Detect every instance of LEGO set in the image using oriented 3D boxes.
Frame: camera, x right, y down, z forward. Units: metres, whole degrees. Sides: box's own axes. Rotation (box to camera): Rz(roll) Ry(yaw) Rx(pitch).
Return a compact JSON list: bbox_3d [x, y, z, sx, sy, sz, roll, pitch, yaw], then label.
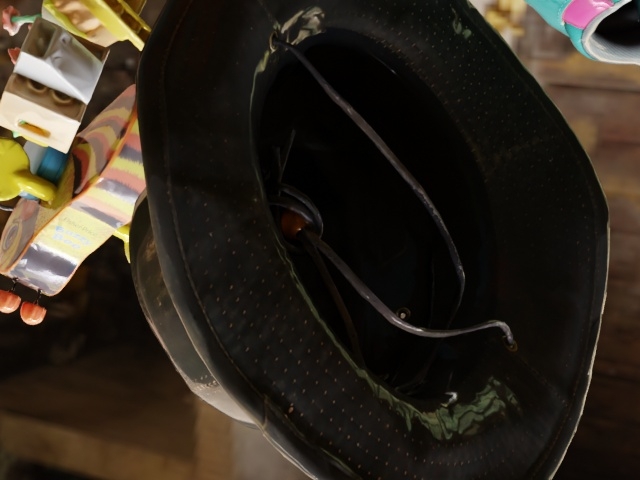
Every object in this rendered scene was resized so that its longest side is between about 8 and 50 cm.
[{"bbox_3d":[-0.135,-0.161,0.900,0.132,0.107,0.287,9,66,-48],"label":"LEGO set"}]

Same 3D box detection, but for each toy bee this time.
[{"bbox_3d":[-0.218,-0.010,1.649,0.298,0.195,0.162,122,-19,-60],"label":"toy bee"}]

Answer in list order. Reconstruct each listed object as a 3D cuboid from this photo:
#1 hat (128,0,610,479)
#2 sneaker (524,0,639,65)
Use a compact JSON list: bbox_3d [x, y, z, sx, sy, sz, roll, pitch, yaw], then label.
[{"bbox_3d":[0.000,0.000,0.912,0.331,0.134,0.331,25,52,-37],"label":"hat"},{"bbox_3d":[0.203,-0.188,1.013,0.295,0.124,0.178,-31,83,-31],"label":"sneaker"}]
